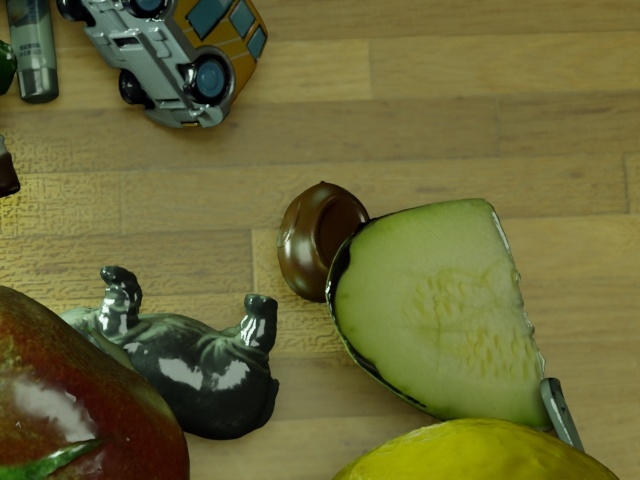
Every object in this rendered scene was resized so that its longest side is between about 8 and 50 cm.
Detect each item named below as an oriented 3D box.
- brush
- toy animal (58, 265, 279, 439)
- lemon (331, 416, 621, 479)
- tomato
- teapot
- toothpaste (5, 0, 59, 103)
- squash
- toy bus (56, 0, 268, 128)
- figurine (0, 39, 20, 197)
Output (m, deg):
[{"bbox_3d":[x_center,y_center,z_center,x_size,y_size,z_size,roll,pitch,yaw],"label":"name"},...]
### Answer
[{"bbox_3d":[0.254,0.276,1.883,0.060,0.068,0.297,-24,80,17],"label":"brush"},{"bbox_3d":[-0.206,0.110,1.848,0.343,0.106,0.168,-4,88,1],"label":"toy animal"},{"bbox_3d":[0.147,0.317,1.699,0.364,0.364,0.364,1,80,-5],"label":"lemon"},{"bbox_3d":[-0.255,0.186,1.684,0.303,0.239,0.304,2,105,9],"label":"tomato"},{"bbox_3d":[0.000,0.000,1.900,0.098,0.078,0.129,30,61,-26],"label":"teapot"},{"bbox_3d":[-0.288,-0.252,1.936,0.062,0.039,0.239,-9,79,4],"label":"toothpaste"},{"bbox_3d":[0.110,0.080,1.855,0.204,0.155,0.237,-15,80,-5],"label":"squash"},{"bbox_3d":[-0.144,-0.219,1.867,0.136,0.126,0.209,-52,123,-27],"label":"toy bus"},{"bbox_3d":[-0.377,-0.210,1.860,0.281,0.167,0.370,-15,87,8],"label":"figurine"}]
